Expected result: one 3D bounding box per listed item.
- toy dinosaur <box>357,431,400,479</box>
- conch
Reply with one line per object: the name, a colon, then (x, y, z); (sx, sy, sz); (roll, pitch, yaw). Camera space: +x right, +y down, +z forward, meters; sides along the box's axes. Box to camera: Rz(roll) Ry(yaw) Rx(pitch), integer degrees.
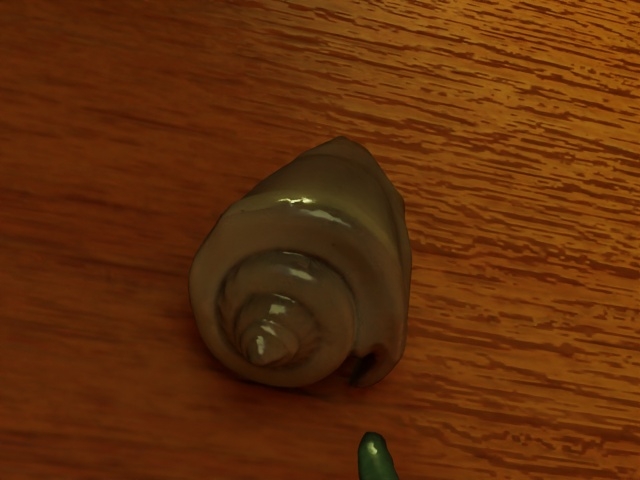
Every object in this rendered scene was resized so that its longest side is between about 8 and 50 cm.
toy dinosaur: (0.065, 0.291, 0.399); (0.331, 0.129, 0.383); (40, 46, -3)
conch: (-0.002, 0.011, 0.614); (0.104, 0.094, 0.176); (14, 20, 5)
